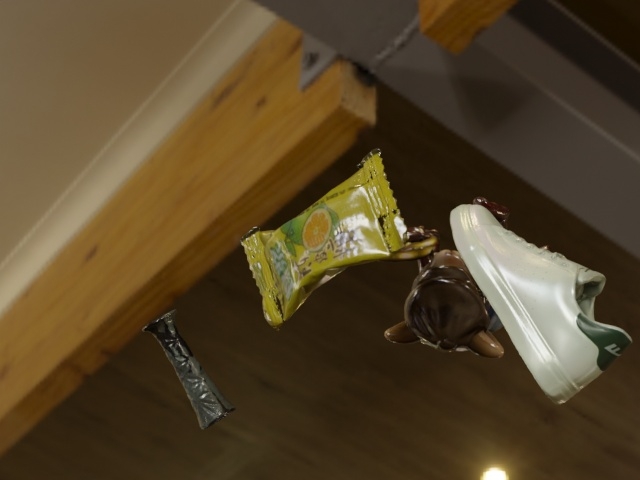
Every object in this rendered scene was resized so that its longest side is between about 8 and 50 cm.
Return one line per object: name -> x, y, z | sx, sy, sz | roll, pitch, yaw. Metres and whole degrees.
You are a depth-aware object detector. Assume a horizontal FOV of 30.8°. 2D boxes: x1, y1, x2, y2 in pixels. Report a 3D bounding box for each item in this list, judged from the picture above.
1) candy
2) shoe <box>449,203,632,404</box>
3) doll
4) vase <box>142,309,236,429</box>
candy -> 0.000, 0.000, 1.793 | 0.297, 0.187, 0.081 | -36, -35, 29
shoe -> 0.324, 0.055, 1.718 | 0.160, 0.363, 0.132 | -33, -37, 11
doll -> 0.256, 0.058, 2.042 | 0.317, 0.339, 0.209 | 20, -57, 21
vase -> -0.186, 0.181, 1.639 | 0.059, 0.059, 0.167 | -30, -89, 33
